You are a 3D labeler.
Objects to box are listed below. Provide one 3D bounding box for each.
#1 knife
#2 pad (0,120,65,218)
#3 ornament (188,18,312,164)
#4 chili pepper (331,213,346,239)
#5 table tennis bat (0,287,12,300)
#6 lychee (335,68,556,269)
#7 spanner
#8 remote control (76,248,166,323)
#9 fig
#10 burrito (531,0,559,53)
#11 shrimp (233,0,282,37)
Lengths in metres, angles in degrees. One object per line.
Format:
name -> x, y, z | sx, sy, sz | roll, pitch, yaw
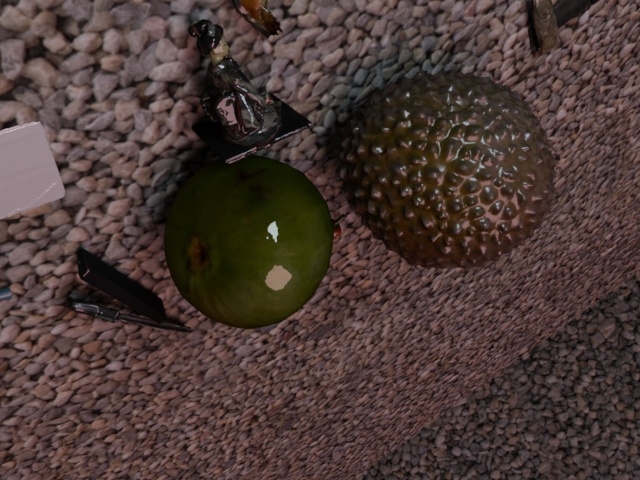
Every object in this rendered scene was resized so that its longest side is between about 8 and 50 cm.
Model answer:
knife -> 0.534, -0.495, 1.449 | 0.245, 0.019, 0.072 | -37, 145, 1
pad -> -0.497, -0.079, 1.005 | 0.232, 0.004, 0.156 | -23, 143, -21
ornament -> -0.127, -0.246, 1.049 | 0.153, 0.166, 0.196 | -28, 130, -16
chili pepper -> 0.000, -0.001, 1.508 | 0.059, 0.050, 0.191 | -1, 143, -45
table tennis bat -> -0.582, 0.104, 1.127 | 0.155, 0.019, 0.100 | -13, 138, -29
lychee -> 0.232, -0.126, 1.304 | 0.432, 0.380, 0.380 | 22, 115, -34
spanner -> -0.358, 0.153, 1.351 | 0.325, 0.093, 0.026 | 29, 74, -60
remote control -> -0.358, 0.086, 1.270 | 0.025, 0.063, 0.245 | -29, 148, 8
fig -> -0.103, -0.007, 1.209 | 0.316, 0.316, 0.316 | -24, 143, -20
burrito -> 0.451, -0.444, 1.405 | 0.051, 0.042, 0.171 | -44, 143, -1
shrimp -> -0.009, -0.393, 1.039 | 0.290, 0.054, 0.222 | 5, 126, -41
